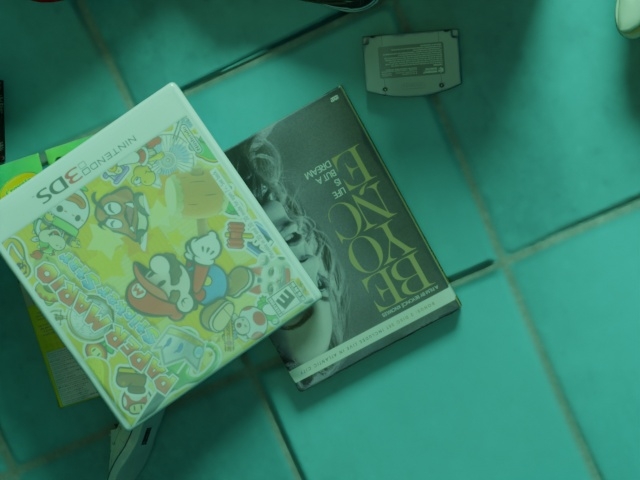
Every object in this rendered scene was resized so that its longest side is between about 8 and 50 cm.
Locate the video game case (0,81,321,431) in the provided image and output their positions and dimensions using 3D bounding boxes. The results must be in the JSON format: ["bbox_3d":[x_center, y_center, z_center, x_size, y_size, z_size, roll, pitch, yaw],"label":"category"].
[{"bbox_3d":[-0.146,0.015,1.184,0.206,0.026,0.227,-35,94,-1],"label":"video game case"}]

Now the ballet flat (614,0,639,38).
[{"bbox_3d":[0.302,-0.169,1.106,0.106,0.107,0.316,-34,89,18],"label":"ballet flat"}]

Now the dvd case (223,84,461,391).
[{"bbox_3d":[0.000,0.000,1.214,0.164,0.018,0.221,-28,92,11],"label":"dvd case"}]

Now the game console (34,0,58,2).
[{"bbox_3d":[-0.190,-0.422,1.147,0.386,0.060,0.342,-36,81,11],"label":"game console"}]

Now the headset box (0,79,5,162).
[{"bbox_3d":[-0.306,-0.109,1.225,0.032,0.062,0.083,0,98,8],"label":"headset box"}]

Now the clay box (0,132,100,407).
[{"bbox_3d":[-0.203,0.024,1.229,0.127,0.053,0.222,-17,93,7],"label":"clay box"}]

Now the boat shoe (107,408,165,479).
[{"bbox_3d":[-0.175,0.180,1.258,0.035,0.035,0.100,30,106,32],"label":"boat shoe"}]

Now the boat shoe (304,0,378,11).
[{"bbox_3d":[-0.057,-0.246,1.163,0.228,0.076,0.080,22,100,5],"label":"boat shoe"}]

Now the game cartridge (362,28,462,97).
[{"bbox_3d":[0.079,-0.151,1.185,0.083,0.017,0.056,-3,93,9],"label":"game cartridge"}]
